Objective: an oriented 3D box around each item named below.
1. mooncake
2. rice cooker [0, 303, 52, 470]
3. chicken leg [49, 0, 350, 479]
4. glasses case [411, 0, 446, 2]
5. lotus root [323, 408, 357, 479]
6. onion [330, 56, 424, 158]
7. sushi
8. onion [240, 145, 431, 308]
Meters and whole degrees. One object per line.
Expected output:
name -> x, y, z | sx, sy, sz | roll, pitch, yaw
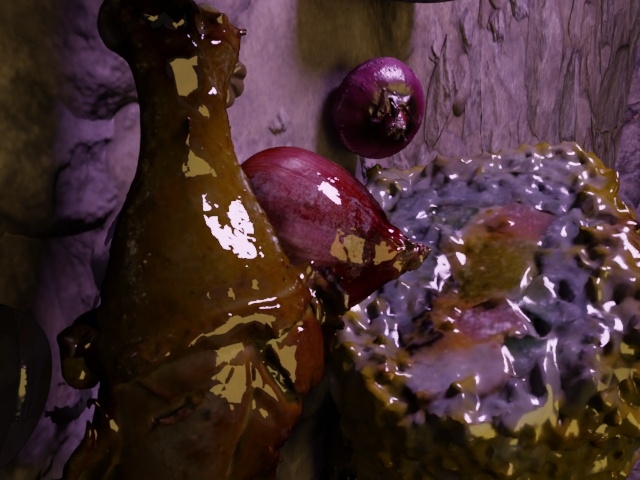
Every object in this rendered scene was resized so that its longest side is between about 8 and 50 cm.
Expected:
mooncake -> -0.134, 0.001, 0.567 | 0.150, 0.057, 0.346 | 7, 85, -46
rice cooker -> -0.225, 0.076, 0.376 | 0.165, 0.106, 0.112 | 11, 89, -55
chicken leg -> -0.066, 0.017, 0.497 | 0.212, 0.140, 0.360 | 11, 86, -44
glasses case -> 0.102, -0.304, 0.812 | 0.282, 0.109, 0.067 | -25, 120, -54
lotus root -> 0.120, 0.233, 0.937 | 0.275, 0.152, 0.160 | -42, 127, -47
onion -> 0.067, -0.145, 0.804 | 0.115, 0.104, 0.115 | -11, 124, -16
sushi -> 0.166, 0.092, 0.778 | 0.240, 0.352, 0.396 | 77, 15, -44
onion -> 0.000, 0.000, 0.639 | 0.159, 0.195, 0.159 | 13, 90, -74
